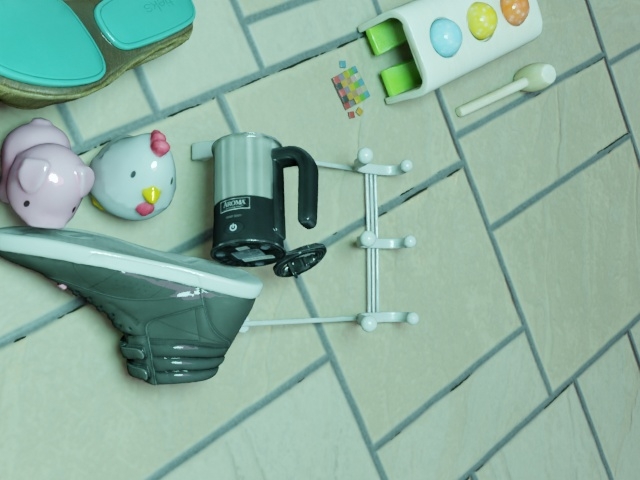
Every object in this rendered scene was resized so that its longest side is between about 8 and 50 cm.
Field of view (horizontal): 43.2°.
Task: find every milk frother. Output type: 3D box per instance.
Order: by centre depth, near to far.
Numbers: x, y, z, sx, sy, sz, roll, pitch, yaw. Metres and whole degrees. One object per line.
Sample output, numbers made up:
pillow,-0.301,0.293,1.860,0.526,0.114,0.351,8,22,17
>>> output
milk frother,-0.059,-0.035,0.943,0.129,0.143,0.134,-2,69,1

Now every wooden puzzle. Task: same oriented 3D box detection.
wooden puzzle,0.044,-0.218,1.157,0.049,0.006,0.083,-35,106,-31

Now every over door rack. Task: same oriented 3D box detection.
over door rack,0.000,0.000,1.051,0.324,0.108,0.239,2,85,-34

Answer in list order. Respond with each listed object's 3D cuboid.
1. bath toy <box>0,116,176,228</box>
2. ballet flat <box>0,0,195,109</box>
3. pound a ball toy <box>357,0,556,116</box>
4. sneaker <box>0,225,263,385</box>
bath toy,-0.299,-0.073,0.821,0.348,0.129,0.151,1,69,-36
ballet flat,-0.262,-0.197,0.831,0.116,0.124,0.342,57,35,-10
pound a ball toy,0.237,-0.287,1.218,0.319,0.136,0.208,-29,103,-32
sneaker,-0.222,0.077,0.888,0.296,0.104,0.146,15,98,-16
